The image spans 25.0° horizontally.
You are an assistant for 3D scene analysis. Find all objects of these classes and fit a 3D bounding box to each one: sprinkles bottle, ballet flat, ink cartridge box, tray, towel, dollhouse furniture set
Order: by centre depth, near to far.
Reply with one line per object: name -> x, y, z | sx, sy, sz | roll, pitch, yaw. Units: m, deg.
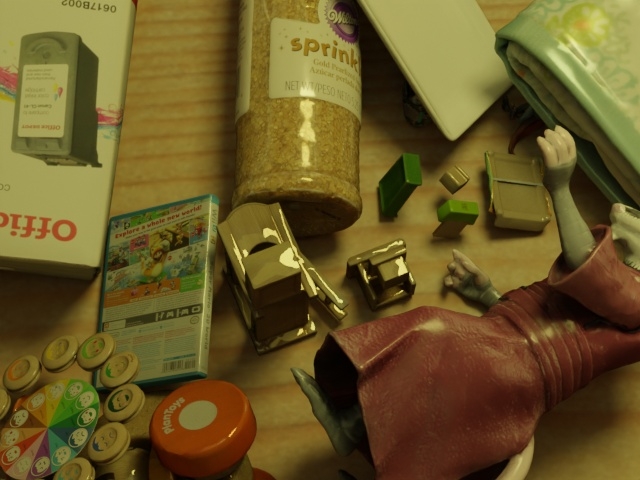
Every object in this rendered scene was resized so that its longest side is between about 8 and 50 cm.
dollhouse furniture set -> 0.000, 0.000, 1.239 | 0.161, 0.182, 0.101 | -21, 71, -9
ink cartridge box -> -0.282, -0.131, 1.257 | 0.226, 0.131, 0.306 | 6, 83, -8
towel -> 0.390, -0.134, 1.329 | 0.320, 0.090, 0.374 | -37, 85, -16
tray -> 0.077, -0.231, 1.342 | 0.145, 0.030, 0.270 | -42, 104, -42
sprinkles bottle -> -0.020, -0.184, 1.345 | 0.121, 0.121, 0.355 | 1, 69, -1
dollhouse furniture set -> 0.136, -0.041, 1.345 | 0.152, 0.058, 0.076 | 6, 59, -20
ballet flat -> 0.099, -0.166, 1.384 | 0.041, 0.041, 0.114 | 3, 68, -1

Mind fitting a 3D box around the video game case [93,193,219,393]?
video game case -> -0.144, 0.047, 1.272 | 0.119, 0.015, 0.166 | -12, 65, 32

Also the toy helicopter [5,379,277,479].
toy helicopter -> -0.203, 0.251, 1.145 | 0.235, 0.140, 0.355 | 12, 47, 31

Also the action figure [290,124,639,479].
action figure -> 0.175, 0.094, 1.173 | 0.370, 0.248, 0.275 | -27, 72, -8

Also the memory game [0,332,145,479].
memory game -> -0.225, 0.150, 1.181 | 0.186, 0.012, 0.186 | -18, 43, 18

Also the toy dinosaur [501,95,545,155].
toy dinosaur -> 0.217, -0.128, 1.385 | 0.082, 0.047, 0.090 | -1, 102, -12
